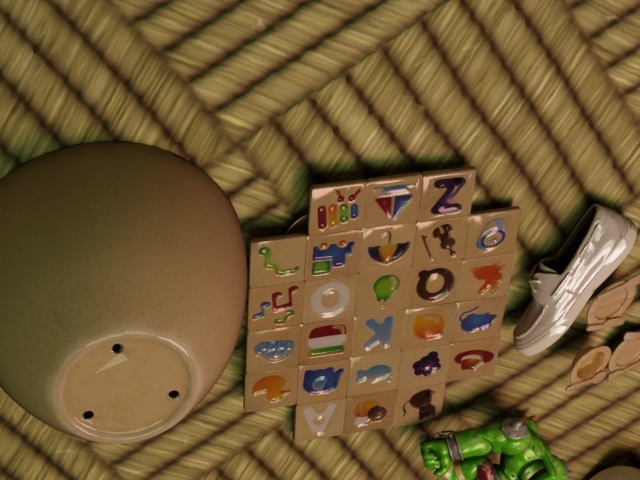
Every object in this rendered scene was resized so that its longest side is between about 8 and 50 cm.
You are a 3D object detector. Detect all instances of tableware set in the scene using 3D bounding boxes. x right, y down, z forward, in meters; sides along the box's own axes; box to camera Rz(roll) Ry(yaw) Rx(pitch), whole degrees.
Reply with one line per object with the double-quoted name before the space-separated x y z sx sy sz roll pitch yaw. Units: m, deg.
"tableware set" 0.330 0.098 1.718 0.141 0.020 0.168 -12 134 -34

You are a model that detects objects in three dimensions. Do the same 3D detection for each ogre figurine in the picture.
"ogre figurine" 0.205 0.256 1.779 0.118 0.097 0.197 -27 117 19

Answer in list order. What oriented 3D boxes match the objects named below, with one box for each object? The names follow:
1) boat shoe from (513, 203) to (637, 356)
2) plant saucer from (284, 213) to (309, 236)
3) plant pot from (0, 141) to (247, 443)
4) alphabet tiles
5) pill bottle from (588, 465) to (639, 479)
"boat shoe" 0.253 0.040 1.659 0.063 0.066 0.184 32 114 -17
"plant saucer" 0.000 0.000 1.582 0.083 0.015 0.083 -8 127 -11
"plant pot" -0.194 0.077 1.471 0.284 0.191 0.284 -7 126 -10
"alphabet tiles" 0.061 0.073 1.642 0.285 0.011 0.342 -8 129 -15
"pill bottle" 0.440 0.378 1.893 0.278 0.162 0.162 22 116 -29
